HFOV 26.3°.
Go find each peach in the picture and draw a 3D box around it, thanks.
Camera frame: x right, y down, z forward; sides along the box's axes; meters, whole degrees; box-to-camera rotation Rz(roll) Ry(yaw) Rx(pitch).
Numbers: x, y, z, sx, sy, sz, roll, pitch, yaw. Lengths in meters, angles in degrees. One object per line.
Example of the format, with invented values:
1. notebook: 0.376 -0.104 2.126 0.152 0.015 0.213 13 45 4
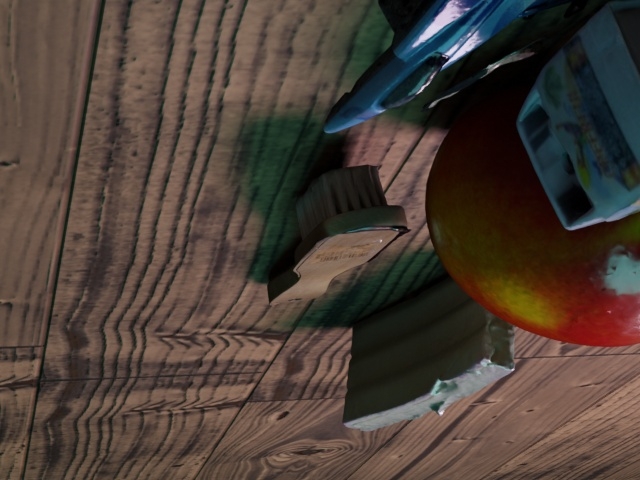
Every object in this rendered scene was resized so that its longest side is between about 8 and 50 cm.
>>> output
1. peach: 0.176 -0.021 0.935 0.196 0.189 0.226 -20 -173 -30

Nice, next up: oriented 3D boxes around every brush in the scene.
1. brush: 0.000 0.000 1.127 0.070 0.065 0.327 -8 169 -13

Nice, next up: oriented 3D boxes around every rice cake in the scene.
1. rice cake: 0.102 0.105 1.319 0.043 0.127 0.237 20 151 -27

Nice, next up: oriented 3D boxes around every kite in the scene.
1. kite: 0.166 -0.132 0.767 0.250 0.012 0.229 -27 177 12

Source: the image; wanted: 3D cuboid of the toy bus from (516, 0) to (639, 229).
1. toy bus: 0.275 -0.092 0.792 0.330 0.109 0.136 -14 162 -30

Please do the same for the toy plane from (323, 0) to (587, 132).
1. toy plane: 0.084 -0.140 0.739 0.169 0.078 0.246 14 143 -45
